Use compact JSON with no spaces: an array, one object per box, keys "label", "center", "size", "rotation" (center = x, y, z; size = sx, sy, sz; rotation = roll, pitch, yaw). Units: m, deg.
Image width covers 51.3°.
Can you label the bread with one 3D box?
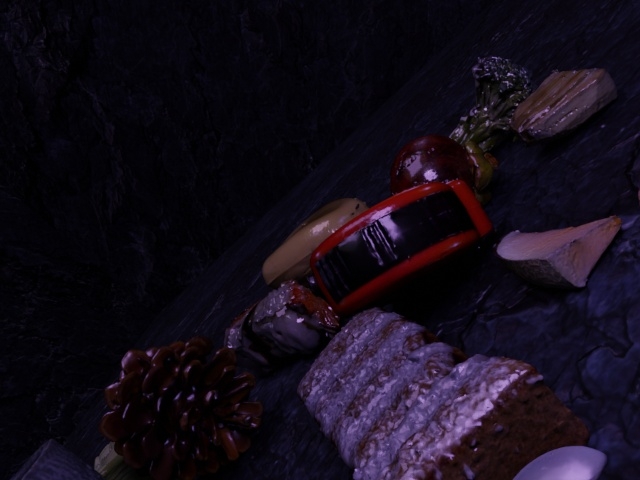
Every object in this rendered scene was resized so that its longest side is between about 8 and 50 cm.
[{"label":"bread","center":[0.086,0.169,0.693],"size":[0.165,0.113,0.416],"rotation":[-46,10,-8]}]

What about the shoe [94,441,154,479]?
[{"label":"shoe","center":[-0.373,0.462,1.308],"size":[0.128,0.140,0.262],"rotation":[-24,19,39]}]

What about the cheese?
[{"label":"cheese","center":[0.000,0.000,1.526],"size":[0.259,0.128,0.316],"rotation":[-51,14,-30]}]

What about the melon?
[{"label":"melon","center":[0.254,0.012,0.778],"size":[0.098,0.054,0.182],"rotation":[-44,11,-18]}]

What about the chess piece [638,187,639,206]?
[{"label":"chess piece","center":[0.355,-0.050,0.654],"size":[0.083,0.038,0.083],"rotation":[-45,9,9]}]

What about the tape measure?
[{"label":"tape measure","center":[0.104,0.021,0.943],"size":[0.253,0.114,0.260],"rotation":[-37,-13,35]}]

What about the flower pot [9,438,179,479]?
[{"label":"flower pot","center":[-0.289,0.407,0.822],"size":[0.299,0.283,0.299],"rotation":[-47,8,9]}]

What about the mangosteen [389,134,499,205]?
[{"label":"mangosteen","center":[0.206,-0.098,1.092],"size":[0.180,0.166,0.166],"rotation":[-11,27,24]}]

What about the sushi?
[{"label":"sushi","center":[-0.083,0.170,1.261],"size":[0.332,0.124,0.130],"rotation":[-36,25,45]}]

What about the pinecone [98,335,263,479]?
[{"label":"pinecone","center":[-0.218,0.274,1.108],"size":[0.264,0.264,0.264],"rotation":[-44,12,12]}]

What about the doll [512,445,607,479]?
[{"label":"doll","center":[0.099,0.220,0.360],"size":[0.258,0.153,0.195],"rotation":[-40,-15,11]}]

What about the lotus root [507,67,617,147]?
[{"label":"lotus root","center":[0.366,-0.196,1.027],"size":[0.144,0.070,0.143],"rotation":[-41,18,6]}]

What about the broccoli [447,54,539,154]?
[{"label":"broccoli","center":[0.276,-0.189,1.219],"size":[0.304,0.145,0.165],"rotation":[-56,4,18]}]
